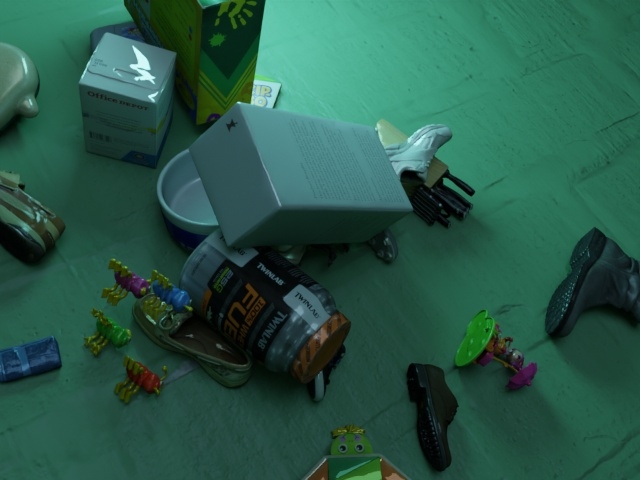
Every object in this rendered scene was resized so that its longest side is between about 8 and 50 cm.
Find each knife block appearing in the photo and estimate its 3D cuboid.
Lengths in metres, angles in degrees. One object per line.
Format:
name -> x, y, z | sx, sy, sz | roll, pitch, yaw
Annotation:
knife block -> 0.259, -0.167, 1.864 | 0.242, 0.088, 0.275 | 1, 58, -14

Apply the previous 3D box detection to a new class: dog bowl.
dog bowl -> -0.222, -0.096, 1.652 | 0.265, 0.104, 0.265 | 0, 49, 1

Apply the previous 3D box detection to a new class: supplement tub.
supplement tub -> -0.107, 0.126, 1.470 | 0.316, 0.193, 0.193 | 35, 57, 18

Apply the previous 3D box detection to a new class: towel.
towel -> -0.565, 0.230, 1.443 | 0.119, 0.029, 0.067 | -13, 63, -21

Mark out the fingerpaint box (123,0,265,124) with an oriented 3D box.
fingerpaint box -> -0.308, -0.564, 1.744 | 0.163, 0.371, 0.445 | -22, 65, -23

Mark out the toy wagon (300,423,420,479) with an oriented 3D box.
toy wagon -> 0.061, 0.491, 1.378 | 0.267, 0.068, 0.344 | -1, 51, -3

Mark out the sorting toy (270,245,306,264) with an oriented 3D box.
sorting toy -> -0.108, -0.029, 1.688 | 0.193, 0.038, 0.208 | 9, 49, 18

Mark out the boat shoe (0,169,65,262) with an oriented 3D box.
boat shoe -> -0.679, -0.087, 1.574 | 0.324, 0.122, 0.120 | 40, 52, 3

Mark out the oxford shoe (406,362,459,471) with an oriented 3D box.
oxford shoe -> 0.246, 0.358, 1.531 | 0.096, 0.083, 0.227 | 4, 58, -16

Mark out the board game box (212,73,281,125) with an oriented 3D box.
board game box -> -0.184, -0.340, 1.899 | 0.124, 0.039, 0.259 | 18, 53, -3

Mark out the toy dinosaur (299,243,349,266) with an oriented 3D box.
toy dinosaur -> 0.000, 0.000, 1.712 | 0.118, 0.064, 0.268 | 33, 53, 16

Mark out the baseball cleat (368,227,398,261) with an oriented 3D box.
baseball cleat -> 0.142, -0.049, 1.770 | 0.109, 0.072, 0.206 | -19, 72, -39

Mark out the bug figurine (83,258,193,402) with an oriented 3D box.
bug figurine -> -0.350, 0.160, 1.444 | 0.216, 0.279, 0.072 | 33, 23, 26

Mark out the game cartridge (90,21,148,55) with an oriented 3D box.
game cartridge -> -0.431, -0.475, 1.911 | 0.297, 0.062, 0.198 | -6, 64, -17

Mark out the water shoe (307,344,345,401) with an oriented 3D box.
water shoe -> 0.016, 0.236, 1.556 | 0.080, 0.073, 0.203 | 8, 58, -13

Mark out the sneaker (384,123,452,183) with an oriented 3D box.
sneaker -> 0.231, -0.191, 1.776 | 0.232, 0.090, 0.115 | -30, 76, -18

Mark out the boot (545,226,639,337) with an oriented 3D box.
boot -> 0.684, 0.136, 1.765 | 0.223, 0.118, 0.338 | 35, 61, 3

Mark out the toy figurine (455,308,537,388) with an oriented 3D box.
toy figurine -> 0.399, 0.252, 1.638 | 0.159, 0.130, 0.173 | 36, 31, -6

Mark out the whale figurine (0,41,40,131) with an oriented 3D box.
whale figurine -> -0.745, -0.312, 1.703 | 0.216, 0.141, 0.272 | 13, 81, -5

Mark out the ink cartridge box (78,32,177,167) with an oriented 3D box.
ink cartridge box -> -0.432, -0.314, 1.698 | 0.171, 0.232, 0.168 | 14, 56, -5

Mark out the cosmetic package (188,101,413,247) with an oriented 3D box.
cosmetic package -> -0.024, -0.122, 1.542 | 0.453, 0.161, 0.230 | -1, 62, -52

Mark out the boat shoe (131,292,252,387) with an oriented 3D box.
boat shoe -> -0.255, 0.185, 1.511 | 0.285, 0.089, 0.104 | 31, 57, 7
